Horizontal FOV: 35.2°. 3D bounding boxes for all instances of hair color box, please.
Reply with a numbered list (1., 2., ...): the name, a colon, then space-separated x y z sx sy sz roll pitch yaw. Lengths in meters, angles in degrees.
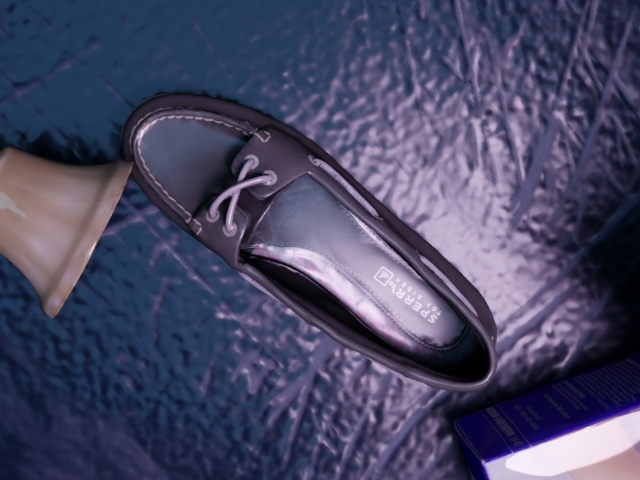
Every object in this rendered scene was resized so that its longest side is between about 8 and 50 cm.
1. hair color box: 0.299 0.183 0.807 0.338 0.110 0.185 -20 100 -4

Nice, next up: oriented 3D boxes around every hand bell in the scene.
1. hand bell: -0.264 -0.055 0.687 0.242 0.126 0.126 28 96 -15

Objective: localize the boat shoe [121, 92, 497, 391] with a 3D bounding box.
1. boat shoe: 0.000 0.000 0.749 0.335 0.095 0.112 35 95 -10
